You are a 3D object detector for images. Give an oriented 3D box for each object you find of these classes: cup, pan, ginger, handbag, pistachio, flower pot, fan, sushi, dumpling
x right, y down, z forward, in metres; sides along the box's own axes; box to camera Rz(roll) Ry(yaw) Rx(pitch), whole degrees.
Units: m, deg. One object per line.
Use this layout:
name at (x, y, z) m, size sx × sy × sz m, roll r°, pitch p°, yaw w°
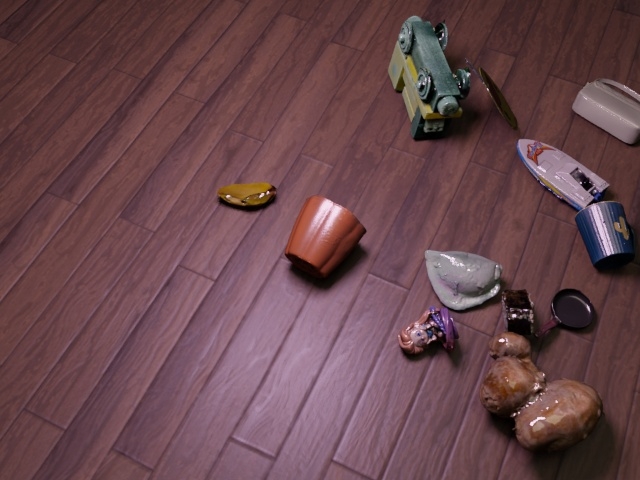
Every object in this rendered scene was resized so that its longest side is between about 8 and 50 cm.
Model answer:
cup at (0.802, -0.007, 1.833) m, size 0.176 × 0.131 × 0.155 m, roll 10°, pitch 59°, yaw -24°
pan at (0.625, 0.205, 1.733) m, size 0.212 × 0.040 × 0.115 m, roll -29°, pitch 63°, yaw -25°
ginger at (0.496, 0.359, 1.568) m, size 0.244 × 0.155 × 0.304 m, roll -36°, pitch 64°, yaw -25°
handbag at (0.951, -0.426, 2.123) m, size 0.256 × 0.079 × 0.219 m, roll 40°, pitch 55°, yaw 22°
pistachio at (-0.212, -0.126, 1.932) m, size 0.173 × 0.049 × 0.089 m, roll -3°, pitch 35°, yaw -1°
flower pot at (0.000, 0.000, 1.792) m, size 0.191 × 0.190 × 0.173 m, roll 28°, pitch 75°, yaw 16°
fan at (0.520, -0.456, 2.024) m, size 0.011 × 0.335 × 0.229 m, roll -31°, pitch 49°, yaw 26°
sushi at (0.507, 0.183, 1.705) m, size 0.078 × 0.090 × 0.150 m, roll -4°, pitch 24°, yaw 11°
dumpling at (0.371, 0.094, 1.762) m, size 0.217 × 0.105 × 0.149 m, roll 18°, pitch 53°, yaw 6°

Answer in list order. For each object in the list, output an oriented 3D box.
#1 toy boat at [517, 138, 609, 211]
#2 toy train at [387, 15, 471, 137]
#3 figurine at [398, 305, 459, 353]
toy boat at (0.698, -0.208, 1.968) m, size 0.129 × 0.088 × 0.295 m, roll -36°, pitch 65°, yaw -21°
toy train at (0.326, -0.498, 2.051) m, size 0.160 × 0.253 × 0.397 m, roll -5°, pitch 57°, yaw -13°
figurine at (0.277, 0.234, 1.685) m, size 0.157 × 0.126 × 0.114 m, roll -21°, pitch 14°, yaw 27°
